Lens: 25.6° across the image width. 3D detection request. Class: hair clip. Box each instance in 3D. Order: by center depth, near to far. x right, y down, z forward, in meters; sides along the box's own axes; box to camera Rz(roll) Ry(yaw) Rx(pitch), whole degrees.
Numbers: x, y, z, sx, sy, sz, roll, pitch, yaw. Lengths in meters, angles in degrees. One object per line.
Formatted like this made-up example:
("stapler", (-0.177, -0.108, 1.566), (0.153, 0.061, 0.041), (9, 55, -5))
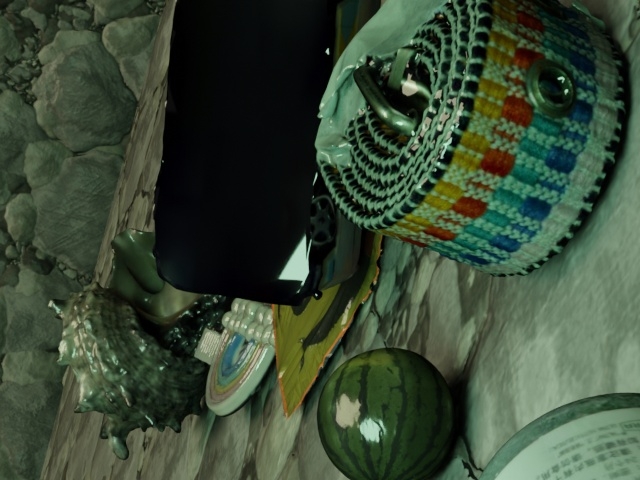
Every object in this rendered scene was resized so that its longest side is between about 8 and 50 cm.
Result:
("hair clip", (-0.091, 0.136, 1.630), (0.140, 0.054, 0.220), (-64, 19, -6))

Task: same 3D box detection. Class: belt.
("belt", (0.102, -0.093, 0.998), (0.207, 0.150, 0.257), (-61, 21, 17))

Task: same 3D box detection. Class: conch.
("conch", (-0.231, 0.114, 1.785), (0.186, 0.240, 0.313), (-21, 42, 54))

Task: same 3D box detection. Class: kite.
("kite", (0.002, 0.001, 1.462), (0.327, 0.013, 0.378), (161, 123, -68))

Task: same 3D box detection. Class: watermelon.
("watermelon", (0.048, 0.144, 1.045), (0.105, 0.105, 0.133), (126, 153, -52))

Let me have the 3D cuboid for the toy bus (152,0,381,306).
("toy bus", (-0.039, -0.144, 1.281), (0.162, 0.171, 0.386), (-11, -73, -69))

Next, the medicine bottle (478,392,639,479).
("medicine bottle", (0.157, 0.196, 0.572), (0.293, 0.141, 0.141), (-105, 33, -61))
